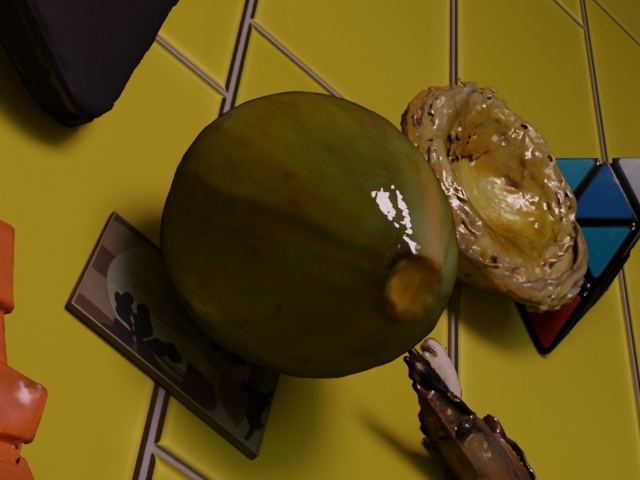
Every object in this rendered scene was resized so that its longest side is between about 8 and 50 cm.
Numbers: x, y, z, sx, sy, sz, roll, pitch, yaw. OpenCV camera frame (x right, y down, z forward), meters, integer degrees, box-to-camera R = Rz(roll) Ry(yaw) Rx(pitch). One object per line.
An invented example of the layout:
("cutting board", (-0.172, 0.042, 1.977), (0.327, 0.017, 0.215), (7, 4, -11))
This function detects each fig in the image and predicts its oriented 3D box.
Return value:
("fig", (0.000, 0.000, 1.199), (0.239, 0.239, 0.271), (35, -9, -27))

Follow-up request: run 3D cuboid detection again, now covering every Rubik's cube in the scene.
("Rubik's cube", (0.334, -0.010, 1.735), (0.284, 0.234, 0.250), (41, 31, -20))

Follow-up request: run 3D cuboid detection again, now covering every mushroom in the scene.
("mushroom", (0.119, 0.137, 1.479), (0.049, 0.019, 0.101), (35, 30, -29))

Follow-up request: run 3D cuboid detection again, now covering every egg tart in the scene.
("egg tart", (0.183, -0.040, 1.653), (0.288, 0.118, 0.288), (29, 42, -29))

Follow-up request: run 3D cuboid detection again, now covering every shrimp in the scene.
("shrimp", (0.131, 0.183, 1.404), (0.262, 0.066, 0.117), (54, 10, -26))

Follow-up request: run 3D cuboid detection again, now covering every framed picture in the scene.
("framed picture", (-0.114, 0.076, 1.224), (0.201, 0.010, 0.136), (42, 31, -17))

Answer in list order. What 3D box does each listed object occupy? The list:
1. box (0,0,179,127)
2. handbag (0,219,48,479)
("box", (-0.226, -0.318, 1.284), (0.359, 0.091, 0.350), (-70, 145, -48))
("handbag", (-0.326, -0.006, 0.914), (0.303, 0.116, 0.410), (26, 38, -44))
